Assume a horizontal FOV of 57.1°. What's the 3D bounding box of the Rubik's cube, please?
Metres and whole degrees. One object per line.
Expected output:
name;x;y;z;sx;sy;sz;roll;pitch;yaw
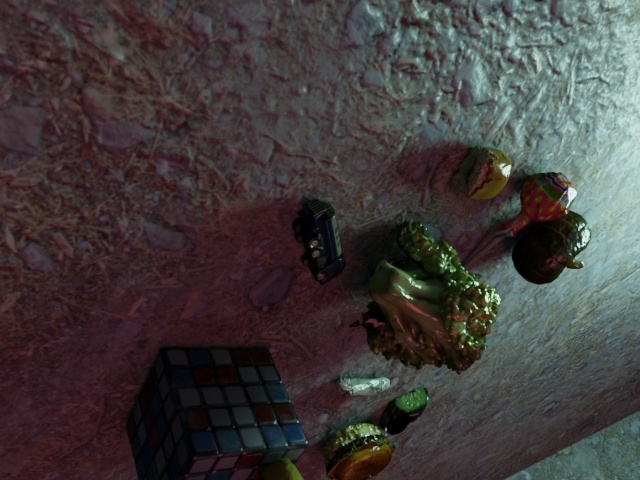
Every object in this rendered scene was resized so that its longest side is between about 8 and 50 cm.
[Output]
Rubik's cube;-0.246;0.444;1.349;0.293;0.292;0.287;8;126;-34

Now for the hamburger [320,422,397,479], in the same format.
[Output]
hamburger;0.123;0.690;1.918;0.243;0.139;0.262;-35;138;7

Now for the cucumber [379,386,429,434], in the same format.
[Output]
cucumber;0.277;0.575;1.949;0.115;0.086;0.193;1;136;-33

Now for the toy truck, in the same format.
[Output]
toy truck;0.000;0.000;1.230;0.088;0.074;0.202;-29;139;-16

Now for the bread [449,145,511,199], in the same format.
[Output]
bread;0.358;-0.141;1.284;0.106;0.082;0.125;6;124;-26

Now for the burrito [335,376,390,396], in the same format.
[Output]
burrito;0.124;0.429;1.726;0.203;0.064;0.064;10;124;-38

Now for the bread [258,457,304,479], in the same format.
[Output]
bread;-0.072;0.519;1.220;0.086;0.125;0.156;-32;125;-12

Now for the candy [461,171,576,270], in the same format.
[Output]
candy;0.469;-0.030;1.463;0.124;0.124;0.365;13;134;-38

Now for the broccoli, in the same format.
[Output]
broccoli;0.208;0.145;1.288;0.281;0.348;0.293;35;103;-35

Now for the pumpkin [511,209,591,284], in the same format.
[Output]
pumpkin;0.599;0.023;1.506;0.219;0.162;0.219;-46;166;-14
